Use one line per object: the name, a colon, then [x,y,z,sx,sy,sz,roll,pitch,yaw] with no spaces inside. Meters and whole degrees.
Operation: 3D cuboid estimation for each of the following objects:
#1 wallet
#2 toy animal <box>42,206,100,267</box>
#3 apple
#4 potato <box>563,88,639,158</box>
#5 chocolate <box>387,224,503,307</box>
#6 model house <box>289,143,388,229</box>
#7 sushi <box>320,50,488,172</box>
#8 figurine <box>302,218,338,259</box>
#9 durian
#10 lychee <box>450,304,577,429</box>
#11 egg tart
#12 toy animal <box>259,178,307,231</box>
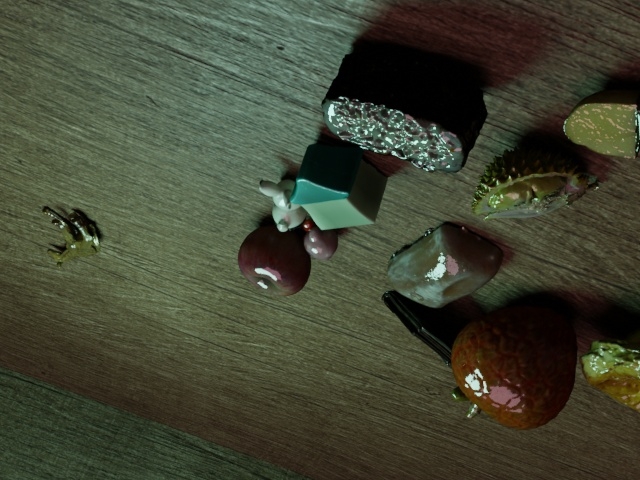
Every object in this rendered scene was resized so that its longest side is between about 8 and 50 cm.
wallet: [0.267,0.228,1.938,0.317,0.044,0.169,40,-174,-31]
toy animal: [-0.581,0.006,2.125,0.149,0.054,0.275,22,153,0]
apple: [-0.091,0.037,1.814,0.153,0.120,0.153,22,158,9]
potato: [0.387,-0.170,1.219,0.103,0.066,0.096,14,138,19]
chocolate: [0.226,0.068,1.717,0.161,0.083,0.261,24,151,-13]
model house: [0.020,-0.099,1.525,0.127,0.100,0.149,-6,145,38]
sushi: [0.119,-0.190,1.276,0.225,0.127,0.124,20,154,15]
figurine: [0.000,0.000,1.747,0.067,0.071,0.083,-29,152,0]
durian: [0.332,-0.094,1.367,0.208,0.102,0.146,0,158,-14]
lychee: [0.376,0.251,1.789,0.255,0.255,0.300,33,133,-25]
egg tart: [0.657,0.243,1.661,0.352,0.150,0.352,22,168,5]
toy animal: [-0.062,-0.074,1.653,0.071,0.085,0.124,30,149,17]
